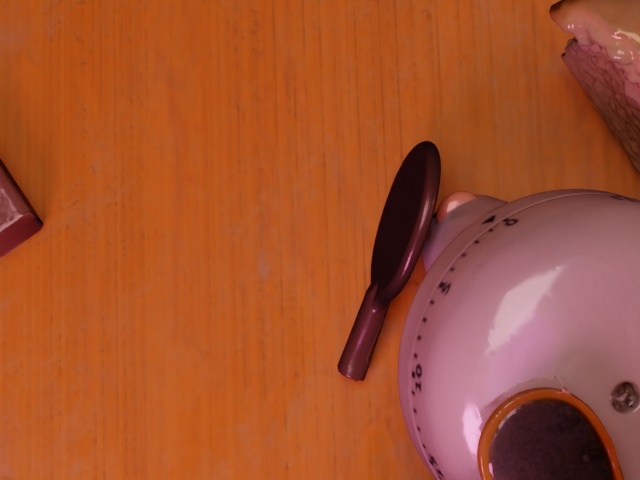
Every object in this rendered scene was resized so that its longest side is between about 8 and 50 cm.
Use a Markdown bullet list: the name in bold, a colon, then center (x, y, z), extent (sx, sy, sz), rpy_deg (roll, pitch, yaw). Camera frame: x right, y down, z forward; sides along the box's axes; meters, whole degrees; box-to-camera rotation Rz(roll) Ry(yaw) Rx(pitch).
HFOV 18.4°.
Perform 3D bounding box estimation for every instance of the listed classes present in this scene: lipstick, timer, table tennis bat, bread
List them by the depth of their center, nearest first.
- **timer**: center (0.159, 0.077, 1.263), extent (0.234, 0.240, 0.233), rpy_deg (-2, 99, -13)
- **bread**: center (0.295, -0.113, 1.273), extent (0.211, 0.183, 0.224), rpy_deg (-39, 77, -4)
- **table tennis bat**: center (0.000, 0.000, 1.318), extent (0.119, 0.107, 0.169), rpy_deg (17, 101, -11)
- **lipstick**: center (-0.256, -0.059, 1.408), extent (0.045, 0.045, 0.145), rpy_deg (-35, 75, -3)
